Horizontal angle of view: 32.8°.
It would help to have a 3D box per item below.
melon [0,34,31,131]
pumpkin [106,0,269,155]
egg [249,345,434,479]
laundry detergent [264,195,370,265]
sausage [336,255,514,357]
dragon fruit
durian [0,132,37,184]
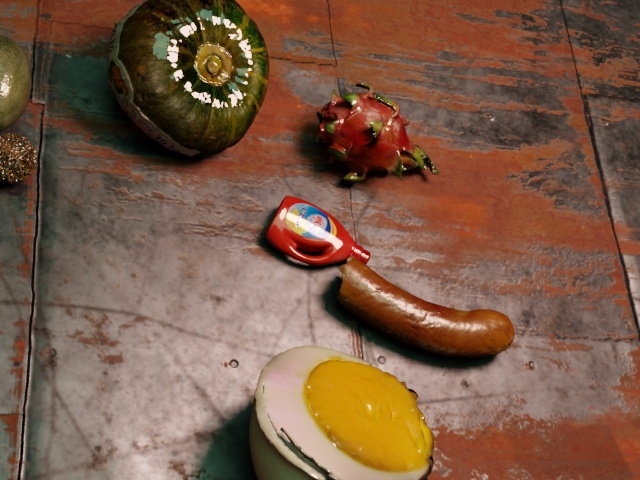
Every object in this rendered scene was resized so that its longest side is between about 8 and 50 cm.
[{"bbox_3d":[-0.488,-0.237,1.619,0.114,0.114,0.167,8,62,-16],"label":"melon"},{"bbox_3d":[-0.204,-0.266,1.706,0.260,0.189,0.260,0,91,-27],"label":"pumpkin"},{"bbox_3d":[0.011,0.283,1.486,0.264,0.174,0.286,26,32,-6],"label":"egg"},{"bbox_3d":[0.000,0.000,1.704,0.165,0.049,0.097,28,63,-5],"label":"laundry detergent"},{"bbox_3d":[0.157,0.117,1.678,0.302,0.076,0.103,22,61,-8],"label":"sausage"},{"bbox_3d":[0.097,-0.158,1.786,0.236,0.135,0.137,37,48,-18],"label":"dragon fruit"},{"bbox_3d":[-0.456,-0.125,1.589,0.080,0.080,0.091,-37,100,-32],"label":"durian"}]
